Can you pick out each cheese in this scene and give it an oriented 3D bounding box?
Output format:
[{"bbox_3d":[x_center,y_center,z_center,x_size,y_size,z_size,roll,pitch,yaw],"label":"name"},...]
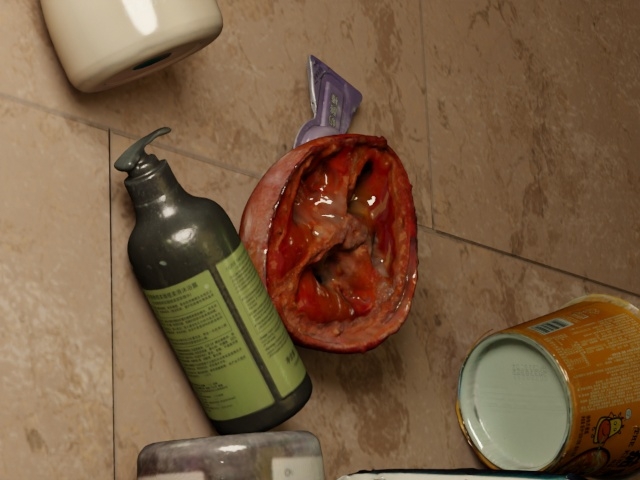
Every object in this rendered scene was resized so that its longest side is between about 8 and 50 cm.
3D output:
[{"bbox_3d":[0.005,-0.094,1.958,0.105,0.042,0.191,34,51,-45],"label":"cheese"}]

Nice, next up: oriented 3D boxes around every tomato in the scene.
[{"bbox_3d":[-0.001,0.001,1.855,0.228,0.101,0.228,-11,106,-43],"label":"tomato"}]

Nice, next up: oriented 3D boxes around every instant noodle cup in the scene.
[{"bbox_3d":[0.265,0.173,2.097,0.172,0.215,0.216,-6,84,-45],"label":"instant noodle cup"}]

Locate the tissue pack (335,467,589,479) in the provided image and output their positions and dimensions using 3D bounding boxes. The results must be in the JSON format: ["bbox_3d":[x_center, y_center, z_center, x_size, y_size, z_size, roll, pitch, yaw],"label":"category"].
[{"bbox_3d":[0.191,0.368,1.809,0.416,0.264,0.253,33,56,-59],"label":"tissue pack"}]

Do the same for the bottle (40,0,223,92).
[{"bbox_3d":[-0.194,-0.263,1.665,0.147,0.147,0.236,-24,91,-54],"label":"bottle"}]

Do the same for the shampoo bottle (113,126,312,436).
[{"bbox_3d":[-0.107,0.039,1.711,0.101,0.101,0.284,-46,115,-50],"label":"shampoo bottle"}]

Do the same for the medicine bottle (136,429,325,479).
[{"bbox_3d":[-0.070,0.304,1.624,0.165,0.165,0.273,5,79,-53],"label":"medicine bottle"}]
